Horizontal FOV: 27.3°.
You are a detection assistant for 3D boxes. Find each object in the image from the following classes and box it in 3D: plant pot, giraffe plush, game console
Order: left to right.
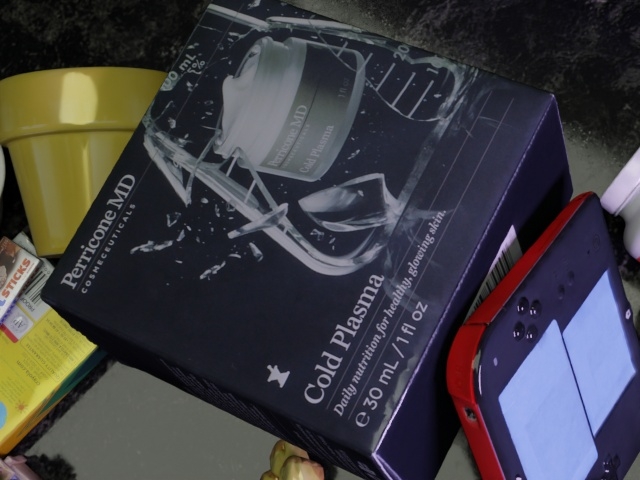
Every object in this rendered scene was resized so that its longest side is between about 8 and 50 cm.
[{"bbox_3d":[-0.312,-0.099,1.802,0.254,0.254,0.239,-4,87,5],"label":"plant pot"},{"bbox_3d":[0.013,0.380,1.751,0.170,0.210,0.181,13,115,-17],"label":"giraffe plush"},{"bbox_3d":[0.301,0.184,1.618,0.060,0.387,0.342,10,42,43],"label":"game console"}]

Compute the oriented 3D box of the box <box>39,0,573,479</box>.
[{"bbox_3d":[0.000,0.000,1.660,0.471,0.297,0.480,22,75,23],"label":"box"}]

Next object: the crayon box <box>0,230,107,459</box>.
[{"bbox_3d":[-0.458,0.170,1.857,0.318,0.081,0.202,-44,80,-3],"label":"crayon box"}]

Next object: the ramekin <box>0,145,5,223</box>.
[{"bbox_3d":[-0.575,-0.064,1.839,0.277,0.135,0.277,3,64,-6],"label":"ramekin"}]

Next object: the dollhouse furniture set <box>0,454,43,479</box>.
[{"bbox_3d":[-0.427,0.380,1.771,0.129,0.184,0.129,39,87,9],"label":"dollhouse furniture set"}]

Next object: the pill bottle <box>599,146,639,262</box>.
[{"bbox_3d":[0.533,0.000,1.743,0.323,0.181,0.181,38,87,9],"label":"pill bottle"}]

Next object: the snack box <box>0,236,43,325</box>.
[{"bbox_3d":[-0.459,0.086,1.817,0.064,0.022,0.178,32,85,8],"label":"snack box"}]
